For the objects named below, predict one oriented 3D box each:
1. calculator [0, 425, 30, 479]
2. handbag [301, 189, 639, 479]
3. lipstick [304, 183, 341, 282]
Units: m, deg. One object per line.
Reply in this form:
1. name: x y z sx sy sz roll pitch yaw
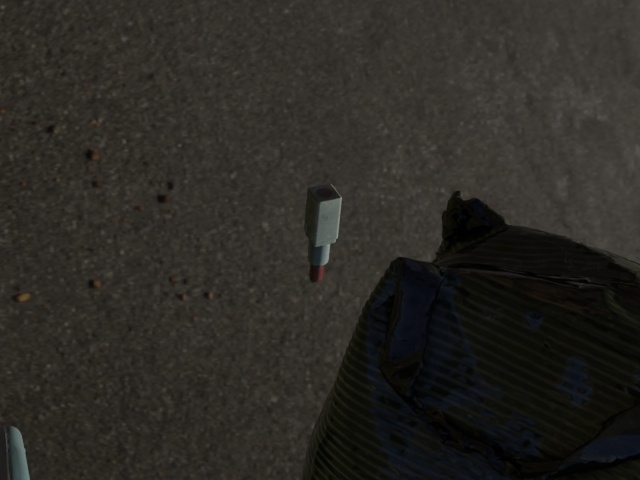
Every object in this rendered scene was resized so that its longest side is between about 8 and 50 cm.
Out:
1. calculator: -0.256 0.310 0.804 0.041 0.185 0.298 -6 70 -20
2. handbag: 0.166 0.125 0.696 0.247 0.341 0.240 -36 141 -52
3. lipstick: 0.000 0.000 1.035 0.030 0.030 0.129 -13 132 -22
